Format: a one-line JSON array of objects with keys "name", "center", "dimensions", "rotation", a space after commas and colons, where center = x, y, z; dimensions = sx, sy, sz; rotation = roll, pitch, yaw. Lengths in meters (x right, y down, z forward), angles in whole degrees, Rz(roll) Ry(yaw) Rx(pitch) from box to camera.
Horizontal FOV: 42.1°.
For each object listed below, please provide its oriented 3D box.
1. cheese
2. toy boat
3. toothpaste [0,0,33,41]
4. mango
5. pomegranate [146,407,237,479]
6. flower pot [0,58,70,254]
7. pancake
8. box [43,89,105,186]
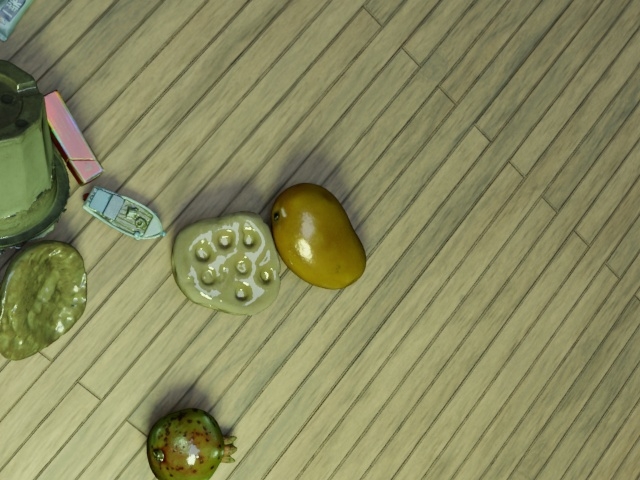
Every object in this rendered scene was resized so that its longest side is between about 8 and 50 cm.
[{"name": "cheese", "center": [-0.185, 0.044, 1.674], "dimensions": [0.235, 0.117, 0.218], "rotation": [42, 75, -15]}, {"name": "toy boat", "center": [-0.383, -0.050, 1.629], "dimensions": [0.173, 0.059, 0.069], "rotation": [30, 80, -18]}, {"name": "toothpaste", "center": [-0.559, -0.473, 1.576], "dimensions": [0.056, 0.036, 0.205], "rotation": [38, 81, -16]}, {"name": "mango", "center": [-0.006, 0.002, 1.727], "dimensions": [0.175, 0.139, 0.254], "rotation": [-42, 109, -27]}, {"name": "pomegranate", "center": [-0.248, 0.409, 1.639], "dimensions": [0.205, 0.159, 0.159], "rotation": [18, 83, -48]}, {"name": "flower pot", "center": [-0.564, -0.154, 1.410], "dimensions": [0.290, 0.259, 0.290], "rotation": [10, 56, -15]}, {"name": "pancake", "center": [-0.516, 0.109, 1.511], "dimensions": [0.050, 0.242, 0.242], "rotation": [19, 81, 22]}, {"name": "box", "center": [-0.476, -0.189, 1.567], "dimensions": [0.048, 0.112, 0.175], "rotation": [-32, 99, -18]}]
